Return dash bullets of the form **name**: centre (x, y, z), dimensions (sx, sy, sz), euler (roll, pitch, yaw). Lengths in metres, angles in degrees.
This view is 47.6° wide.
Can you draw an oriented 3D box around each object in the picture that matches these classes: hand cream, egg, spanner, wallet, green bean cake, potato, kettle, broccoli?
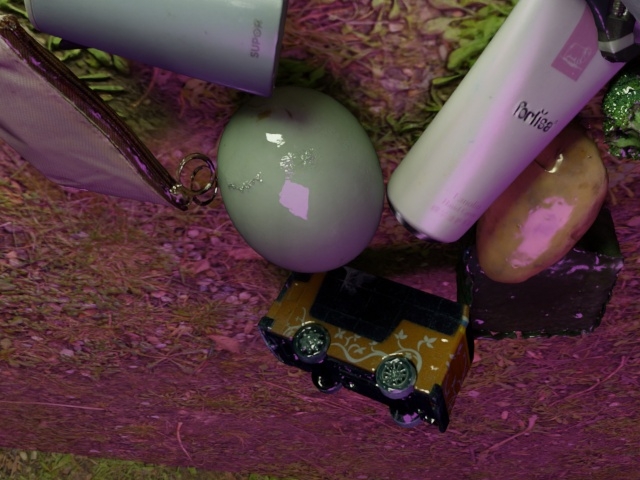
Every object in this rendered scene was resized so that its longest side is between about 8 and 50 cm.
- **hand cream**: centre (0.221, -0.149, 0.862), dimensions (0.185, 0.118, 0.359), euler (21, 124, -27)
- **egg**: centre (-0.023, -0.071, 0.914), dimensions (0.202, 0.203, 0.283), euler (-8, 149, 13)
- **spanner**: centre (0.245, -0.289, 0.722), dimensions (0.315, 0.024, 0.087), euler (30, 96, -31)
- **wallet**: centre (-0.308, -0.141, 0.860), dimensions (0.274, 0.068, 0.335), euler (5, 151, 36)
- **green bean cake**: centre (0.341, 0.052, 1.172), dimensions (0.241, 0.132, 0.255), euler (-2, 143, 9)
- **potato**: centre (0.299, -0.050, 0.989), dimensions (0.161, 0.128, 0.235), euler (8, 111, 14)
- **kettle**: centre (-0.147, -0.262, 0.691), dimensions (0.243, 0.160, 0.211), euler (10, 128, -5)
- **broccoli**: centre (0.426, -0.134, 0.862), dimensions (0.195, 0.156, 0.195), euler (6, 172, 1)

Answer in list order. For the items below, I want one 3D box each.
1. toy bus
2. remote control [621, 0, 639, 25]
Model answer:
- **toy bus**: centre (0.080, 0.162, 1.195), dimensions (0.323, 0.194, 0.162), euler (18, 153, 27)
- **remote control**: centre (0.325, -0.254, 0.712), dimensions (0.247, 0.104, 0.052), euler (33, 141, -31)
